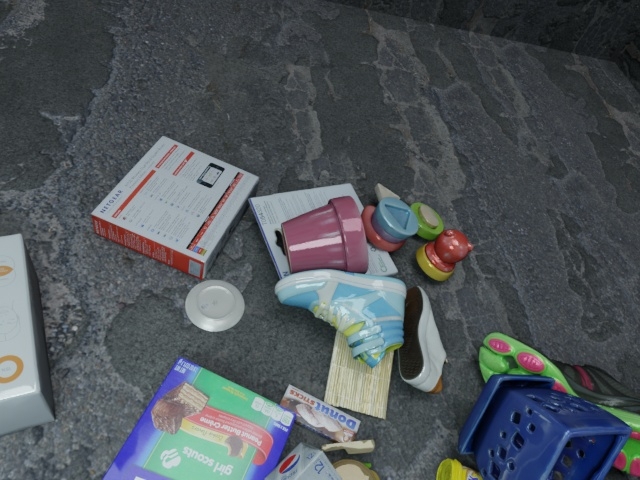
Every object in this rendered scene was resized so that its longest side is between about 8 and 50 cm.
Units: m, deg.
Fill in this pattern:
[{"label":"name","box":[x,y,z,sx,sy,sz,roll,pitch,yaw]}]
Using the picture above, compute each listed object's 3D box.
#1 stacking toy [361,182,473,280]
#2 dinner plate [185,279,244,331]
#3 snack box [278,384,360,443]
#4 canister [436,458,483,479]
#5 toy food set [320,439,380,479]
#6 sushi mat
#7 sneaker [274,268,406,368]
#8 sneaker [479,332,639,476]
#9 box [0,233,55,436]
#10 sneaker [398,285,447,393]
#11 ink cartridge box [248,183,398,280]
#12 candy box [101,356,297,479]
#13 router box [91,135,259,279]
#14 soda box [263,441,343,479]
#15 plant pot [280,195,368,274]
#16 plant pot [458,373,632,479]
[{"label":"stacking toy","box":[0.282,-0.064,1.361,0.309,0.130,0.280,26,43,-15]},{"label":"dinner plate","box":[-0.253,0.152,1.145,0.141,0.017,0.141,8,52,-10]},{"label":"snack box","box":[-0.005,0.386,1.040,0.178,0.022,0.064,26,50,3]},{"label":"canister","box":[0.333,0.549,0.992,0.169,0.073,0.126,21,49,-3]},{"label":"toy food set","box":[0.060,0.511,0.962,0.132,0.038,0.192,1,64,-10]},{"label":"sushi mat","box":[0.107,0.251,1.143,0.151,0.019,0.317,15,62,-5]},{"label":"sneaker","box":[0.052,0.183,1.083,0.318,0.127,0.208,4,63,-9]},{"label":"sneaker","box":[0.612,0.388,1.171,0.482,0.185,0.202,32,20,12]},{"label":"box","box":[-0.650,0.185,0.894,0.215,0.168,0.345,-11,57,-25]},{"label":"sneaker","box":[0.253,0.252,1.198,0.123,0.106,0.290,40,38,-27]},{"label":"ink cartridge box","box":[0.000,0.000,1.307,0.330,0.071,0.324,-11,60,-23]},{"label":"candy box","box":[-0.231,0.422,0.877,0.268,0.122,0.317,26,52,1]},{"label":"router box","box":[-0.366,-0.099,1.256,0.301,0.082,0.335,24,50,1]},{"label":"soda box","box":[0.028,0.506,0.838,0.098,0.091,0.286,-38,97,-28]},{"label":"plant pot","box":[0.003,0.003,1.155,0.180,0.201,0.201,-11,57,-7]},{"label":"plant pot","box":[0.445,0.414,0.990,0.236,0.236,0.212,11,17,-32]}]
